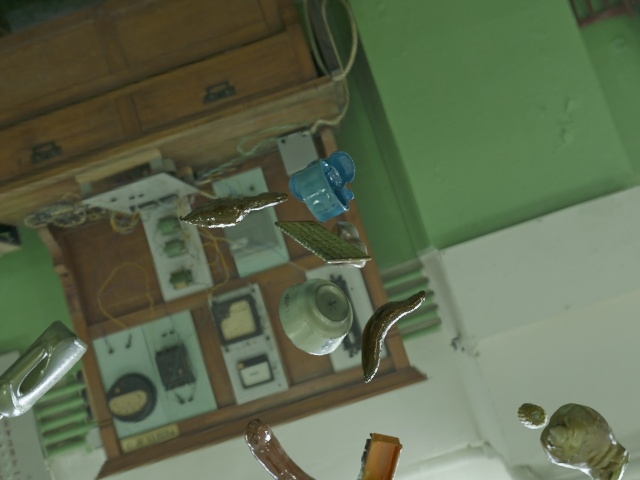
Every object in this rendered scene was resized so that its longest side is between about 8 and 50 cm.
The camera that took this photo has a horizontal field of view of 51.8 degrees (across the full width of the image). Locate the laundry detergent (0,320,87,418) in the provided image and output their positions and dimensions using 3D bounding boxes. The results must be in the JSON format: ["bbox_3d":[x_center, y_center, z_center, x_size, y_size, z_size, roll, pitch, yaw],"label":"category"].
[{"bbox_3d":[-0.640,0.297,1.454,0.253,0.091,0.181,-47,176,-20],"label":"laundry detergent"}]

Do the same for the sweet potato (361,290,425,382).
[{"bbox_3d":[0.198,0.269,2.040,0.346,0.108,0.079,-52,-173,-18],"label":"sweet potato"}]

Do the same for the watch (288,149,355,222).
[{"bbox_3d":[0.014,-0.144,1.919,0.211,0.211,0.193,-19,-153,12],"label":"watch"}]

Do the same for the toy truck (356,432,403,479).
[{"bbox_3d":[0.181,0.744,2.100,0.114,0.270,0.135,12,-168,-1],"label":"toy truck"}]

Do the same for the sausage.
[{"bbox_3d":[-0.085,0.509,1.492,0.078,0.304,0.078,-28,-153,16],"label":"sausage"}]

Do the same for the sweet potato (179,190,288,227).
[{"bbox_3d":[-0.210,-0.074,1.601,0.269,0.075,0.075,-15,174,-16],"label":"sweet potato"}]

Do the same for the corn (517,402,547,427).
[{"bbox_3d":[0.684,0.567,2.131,0.080,0.080,0.238,-19,167,7],"label":"corn"}]

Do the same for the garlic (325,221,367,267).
[{"bbox_3d":[0.072,0.012,1.957,0.124,0.174,0.099,-3,143,-10],"label":"garlic"}]

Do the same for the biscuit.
[{"bbox_3d":[0.000,0.000,1.559,0.139,0.016,0.231,-3,-155,-39],"label":"biscuit"}]

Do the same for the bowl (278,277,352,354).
[{"bbox_3d":[0.002,0.213,1.981,0.237,0.238,0.126,-14,161,-41],"label":"bowl"}]

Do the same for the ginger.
[{"bbox_3d":[0.579,0.441,1.442,0.138,0.267,0.152,-54,-160,13],"label":"ginger"}]
